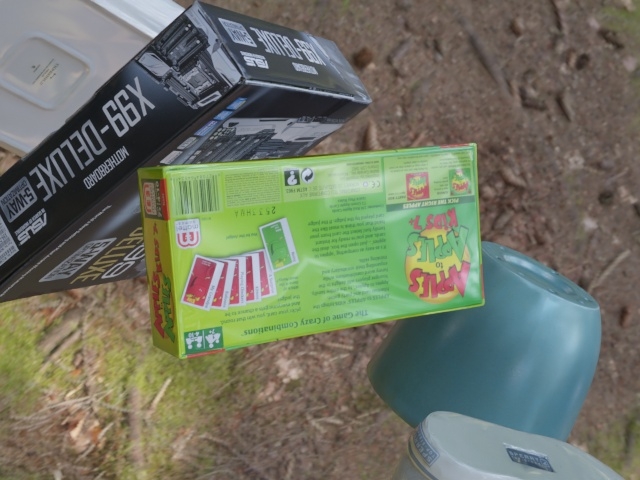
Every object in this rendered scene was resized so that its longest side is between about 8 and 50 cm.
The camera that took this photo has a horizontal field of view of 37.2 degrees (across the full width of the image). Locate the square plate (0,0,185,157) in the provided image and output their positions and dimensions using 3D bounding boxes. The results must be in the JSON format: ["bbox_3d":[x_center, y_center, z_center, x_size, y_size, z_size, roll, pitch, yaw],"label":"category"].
[{"bbox_3d":[-0.365,-0.231,1.244,0.344,0.347,0.049,27,35,-40],"label":"square plate"}]

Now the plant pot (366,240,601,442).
[{"bbox_3d":[0.244,0.143,1.309,0.293,0.293,0.235,19,106,-24],"label":"plant pot"}]

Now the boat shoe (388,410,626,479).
[{"bbox_3d":[0.144,0.188,0.672,0.227,0.081,0.079,23,25,-24],"label":"boat shoe"}]

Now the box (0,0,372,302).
[{"bbox_3d":[-0.133,-0.065,0.816,0.076,0.307,0.242,59,22,10],"label":"box"}]

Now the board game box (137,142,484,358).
[{"bbox_3d":[0.000,0.000,0.504,0.181,0.043,0.092,-7,97,-27],"label":"board game box"}]
